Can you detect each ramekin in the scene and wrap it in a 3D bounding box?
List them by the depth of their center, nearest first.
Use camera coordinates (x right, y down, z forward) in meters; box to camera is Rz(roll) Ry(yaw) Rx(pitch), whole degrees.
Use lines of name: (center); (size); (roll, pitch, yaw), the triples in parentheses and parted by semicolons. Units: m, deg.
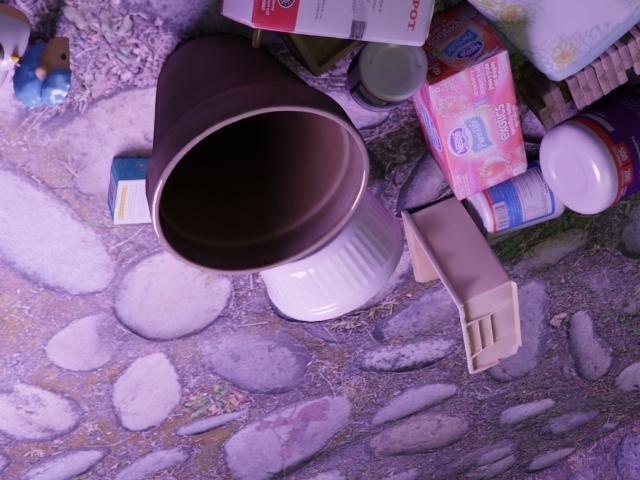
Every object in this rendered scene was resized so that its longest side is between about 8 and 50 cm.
ramekin: (0.000, 0.000, 1.736); (0.272, 0.273, 0.127); (-31, 128, 7)

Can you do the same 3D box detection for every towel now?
towel: (0.417, -0.463, 1.539); (0.374, 0.090, 0.320); (-42, 125, 19)

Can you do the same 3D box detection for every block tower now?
block tower: (0.518, -0.336, 1.751); (0.335, 0.097, 0.091); (-33, 140, 8)

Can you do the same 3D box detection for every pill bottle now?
pill bottle: (0.098, -0.260, 1.555); (0.107, 0.108, 0.180); (-18, -179, -8)
pill bottle: (0.583, -0.188, 1.847); (0.322, 0.181, 0.182); (-27, 143, -21)
pill bottle: (0.407, -0.089, 1.941); (0.221, 0.124, 0.124); (-18, 140, -9)

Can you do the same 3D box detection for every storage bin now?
storage bin: (0.284, 0.088, 1.966); (0.123, 0.262, 0.260); (-23, 140, -5)

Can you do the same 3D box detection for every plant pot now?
plant pot: (-0.122, -0.159, 1.474); (0.323, 0.280, 0.323); (-14, 139, -12)

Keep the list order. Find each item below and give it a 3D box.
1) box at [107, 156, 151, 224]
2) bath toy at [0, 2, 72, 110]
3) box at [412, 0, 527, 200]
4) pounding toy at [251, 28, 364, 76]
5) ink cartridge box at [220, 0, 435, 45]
box: (-0.231, -0.089, 1.666); (0.244, 0.060, 0.101); (-4, 136, -23)
bath toy: (-0.507, -0.263, 1.285); (0.348, 0.129, 0.151); (13, 128, -35)
box: (0.246, -0.232, 1.680); (0.142, 0.154, 0.300); (-25, 141, 0)
pounding toy: (-0.041, -0.349, 1.439); (0.181, 0.094, 0.206); (-38, 132, -2)
ink cartridge box: (0.022, -0.378, 1.320); (0.272, 0.114, 0.197); (0, 109, -30)
